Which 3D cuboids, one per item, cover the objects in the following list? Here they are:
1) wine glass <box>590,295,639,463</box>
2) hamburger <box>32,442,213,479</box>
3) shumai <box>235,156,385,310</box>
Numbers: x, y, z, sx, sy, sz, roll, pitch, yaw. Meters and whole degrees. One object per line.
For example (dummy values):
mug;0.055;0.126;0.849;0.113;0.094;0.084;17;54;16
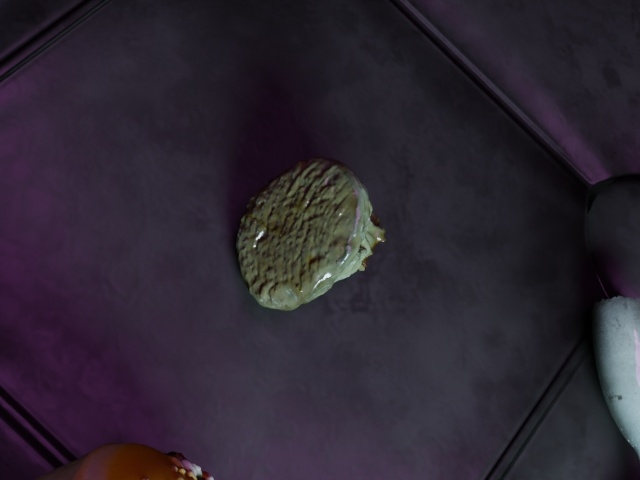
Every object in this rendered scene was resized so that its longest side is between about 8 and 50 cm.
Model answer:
wine glass;0.267;0.146;0.768;0.066;0.066;0.198;5;69;-19
hamburger;-0.093;0.259;0.505;0.151;0.227;0.295;-12;78;0
shumai;-0.001;-0.001;0.716;0.087;0.123;0.099;18;35;-56
